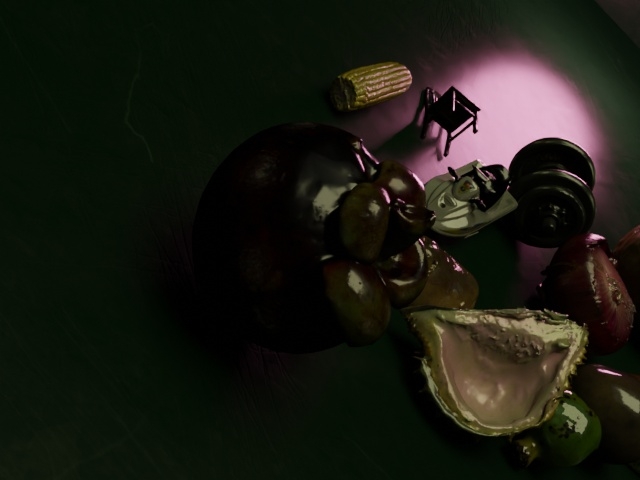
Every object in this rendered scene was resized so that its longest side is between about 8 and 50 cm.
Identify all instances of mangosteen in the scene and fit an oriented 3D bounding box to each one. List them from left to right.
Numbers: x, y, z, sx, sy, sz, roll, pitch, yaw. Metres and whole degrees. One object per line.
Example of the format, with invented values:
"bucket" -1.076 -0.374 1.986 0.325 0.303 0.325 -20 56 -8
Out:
"mangosteen" 0.000 0.000 1.241 0.307 0.347 0.307 -10 102 -51

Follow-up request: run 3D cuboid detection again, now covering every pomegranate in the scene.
"pomegranate" 0.386 0.306 1.574 0.169 0.122 0.143 -2 31 -37

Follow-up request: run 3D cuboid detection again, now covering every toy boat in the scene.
"toy boat" 0.289 -0.088 1.834 0.141 0.141 0.269 57 31 10

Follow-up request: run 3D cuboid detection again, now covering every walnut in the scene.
"walnut" 0.793 0.086 2.105 0.282 0.277 0.253 51 13 -4

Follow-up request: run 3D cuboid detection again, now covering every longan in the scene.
"longan" 0.511 0.305 1.683 0.187 0.167 0.167 36 36 -6

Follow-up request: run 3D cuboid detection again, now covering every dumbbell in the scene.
"dumbbell" 0.484 -0.100 2.009 0.192 0.192 0.290 41 35 -13

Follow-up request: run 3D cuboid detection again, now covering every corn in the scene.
"corn" 0.100 -0.306 1.872 0.081 0.081 0.248 54 35 6

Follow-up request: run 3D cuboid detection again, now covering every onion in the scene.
"onion" 0.534 0.108 1.898 0.248 0.161 0.248 15 64 -34

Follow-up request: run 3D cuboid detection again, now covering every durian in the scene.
"durian" 0.266 0.223 1.501 0.305 0.185 0.196 11 54 -14

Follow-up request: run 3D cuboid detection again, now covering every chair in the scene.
"chair" 0.279 -0.286 2.034 0.084 0.101 0.212 36 38 -19

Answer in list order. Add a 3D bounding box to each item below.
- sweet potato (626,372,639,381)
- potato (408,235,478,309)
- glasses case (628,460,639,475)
"sweet potato" 0.643 0.297 1.930 0.264 0.057 0.057 21 44 -37
"potato" 0.202 0.058 1.648 0.200 0.081 0.164 34 37 -26
"glasses case" 0.695 0.457 1.806 0.272 0.095 0.062 43 34 -11
